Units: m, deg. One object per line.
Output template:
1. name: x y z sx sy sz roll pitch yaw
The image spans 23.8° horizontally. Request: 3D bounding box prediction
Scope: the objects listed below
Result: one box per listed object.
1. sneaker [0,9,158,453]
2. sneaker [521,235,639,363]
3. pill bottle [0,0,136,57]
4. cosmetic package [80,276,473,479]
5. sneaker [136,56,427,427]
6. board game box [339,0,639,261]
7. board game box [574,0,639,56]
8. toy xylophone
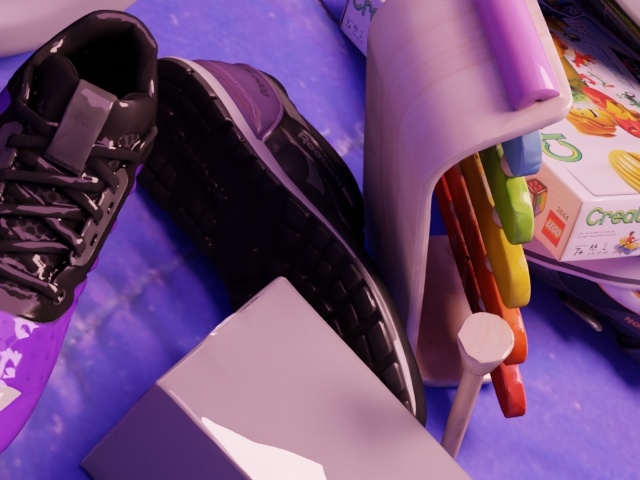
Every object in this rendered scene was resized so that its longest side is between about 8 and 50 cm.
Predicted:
1. sneaker: -0.152 -0.020 0.787 0.102 0.146 0.293 29 42 -16
2. sneaker: 0.240 0.032 1.096 0.321 0.127 0.126 15 37 4
3. pill bottle: -0.239 -0.329 0.912 0.229 0.229 0.408 -1 58 -40
4. cosmetic package: 0.004 0.151 0.809 0.238 0.107 0.127 46 41 6
5. sneaker: 0.000 0.000 0.932 0.124 0.107 0.283 -11 66 -52
6. board game box: 0.168 -0.096 1.084 0.193 0.053 0.305 -4 37 -31
7. board game box: 0.291 -0.163 1.191 0.224 0.097 0.303 49 7 6
8. toy xylophone: 0.084 0.001 0.892 0.081 0.323 0.236 -11 67 -6
